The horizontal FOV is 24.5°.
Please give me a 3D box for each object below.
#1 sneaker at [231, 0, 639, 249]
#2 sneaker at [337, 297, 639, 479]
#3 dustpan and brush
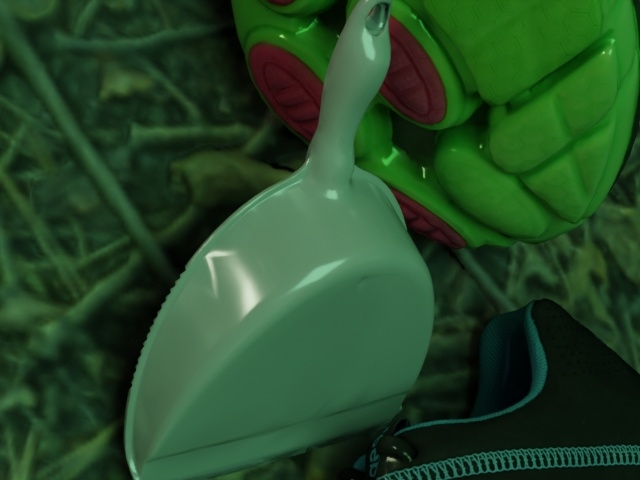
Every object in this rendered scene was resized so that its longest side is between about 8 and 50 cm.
[{"bbox_3d":[0.045,-0.221,0.601,0.202,0.185,0.482,-38,119,-46],"label":"sneaker"},{"bbox_3d":[0.035,0.160,0.624,0.341,0.125,0.139,-40,94,-36],"label":"sneaker"},{"bbox_3d":[0.000,0.000,0.593,0.147,0.211,0.060,-10,49,-37],"label":"dustpan and brush"}]
